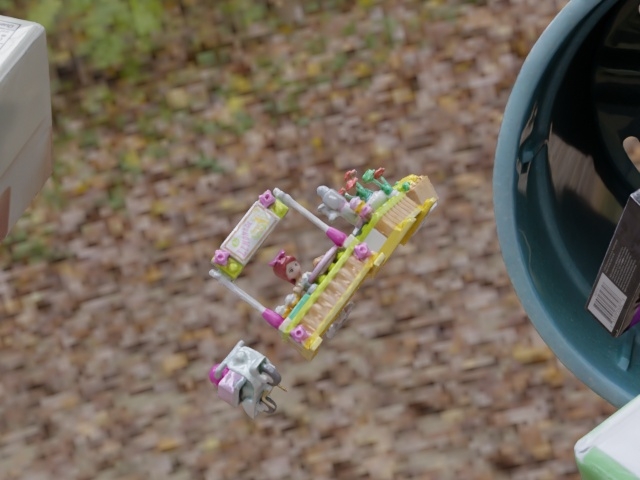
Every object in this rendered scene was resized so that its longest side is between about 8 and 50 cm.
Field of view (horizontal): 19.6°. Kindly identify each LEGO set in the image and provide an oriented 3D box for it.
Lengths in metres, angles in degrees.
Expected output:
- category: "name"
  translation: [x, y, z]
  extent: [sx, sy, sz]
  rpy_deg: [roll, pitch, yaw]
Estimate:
- category: "LEGO set"
  translation: [0.000, 0.000, 1.460]
  extent: [0.287, 0.107, 0.132]
  rpy_deg: [-50, -6, -36]

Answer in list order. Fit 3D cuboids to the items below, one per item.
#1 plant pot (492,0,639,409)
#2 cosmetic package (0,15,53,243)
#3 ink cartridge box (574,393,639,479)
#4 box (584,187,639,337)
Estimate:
- category: "plant pot"
  translation: [0.301, -0.073, 1.275]
  extent: [0.341, 0.341, 0.334]
  rpy_deg: [-9, 14, 12]
- category: "cosmetic package"
  translation: [-0.293, -0.022, 1.151]
  extent: [0.153, 0.129, 0.296]
  rpy_deg: [13, 39, 13]
- category: "ink cartridge box"
  translation: [0.170, 0.137, 0.461]
  extent: [0.092, 0.219, 0.160]
  rpy_deg: [-35, 35, -14]
- category: "box"
  translation: [0.212, -0.027, 0.960]
  extent: [0.162, 0.116, 0.029]
  rpy_deg: [-33, 67, -22]
